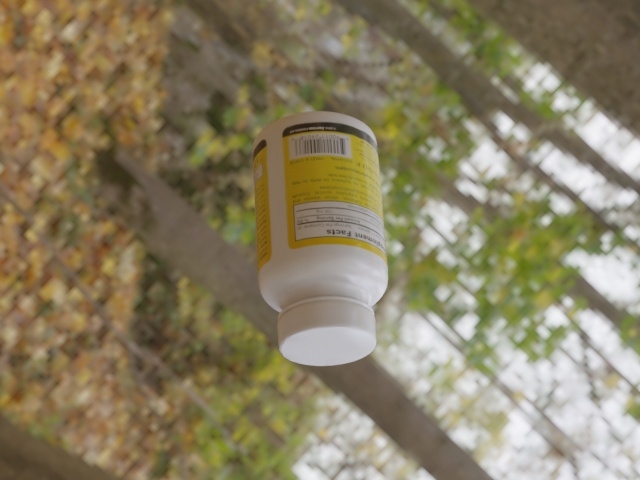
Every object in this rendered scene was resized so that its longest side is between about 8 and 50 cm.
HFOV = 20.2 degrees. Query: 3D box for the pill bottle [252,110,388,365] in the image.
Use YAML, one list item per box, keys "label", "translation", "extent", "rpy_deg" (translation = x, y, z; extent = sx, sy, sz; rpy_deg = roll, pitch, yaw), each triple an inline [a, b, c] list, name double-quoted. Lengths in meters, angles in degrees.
- label: "pill bottle"
  translation: [0.000, 0.000, 0.890]
  extent: [0.065, 0.065, 0.116]
  rpy_deg: [-44, -138, 52]
